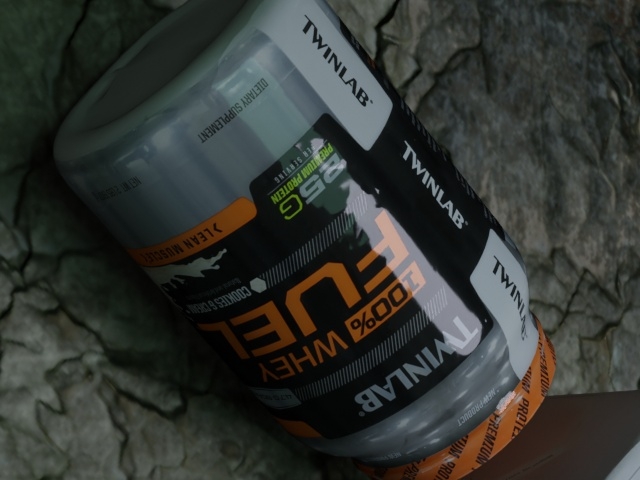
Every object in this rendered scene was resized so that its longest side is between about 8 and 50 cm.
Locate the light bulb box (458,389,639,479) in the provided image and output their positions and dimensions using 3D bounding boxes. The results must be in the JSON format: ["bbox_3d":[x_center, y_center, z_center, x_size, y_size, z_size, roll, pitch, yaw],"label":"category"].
[{"bbox_3d":[0.153,0.347,1.084,0.358,0.225,0.361,-43,108,-31],"label":"light bulb box"}]

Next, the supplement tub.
[{"bbox_3d":[0.000,0.000,1.038,0.316,0.194,0.193,49,59,-20],"label":"supplement tub"}]
